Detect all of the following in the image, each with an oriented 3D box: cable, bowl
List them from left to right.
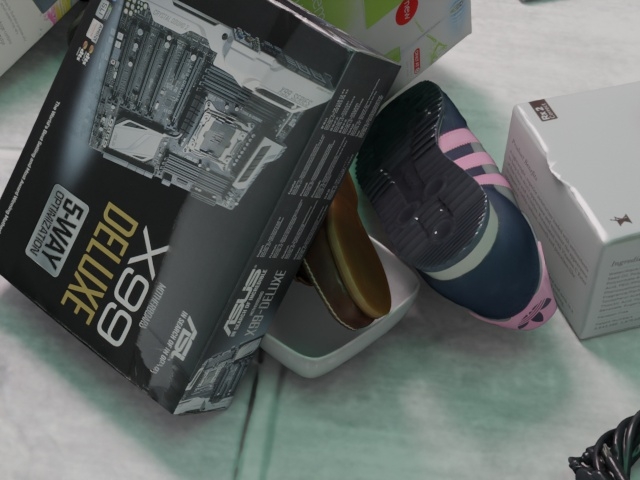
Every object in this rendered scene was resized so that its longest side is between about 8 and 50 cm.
[{"bbox_3d":[-0.006,0.048,1.124,0.142,0.053,0.142,-34,55,-31],"label":"bowl"},{"bbox_3d":[0.277,0.199,0.998,0.150,0.047,0.184,-15,43,-24],"label":"cable"}]

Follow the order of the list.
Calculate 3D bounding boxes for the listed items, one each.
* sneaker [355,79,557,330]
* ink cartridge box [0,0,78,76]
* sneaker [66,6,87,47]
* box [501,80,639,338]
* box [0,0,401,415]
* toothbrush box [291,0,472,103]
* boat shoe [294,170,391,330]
[{"bbox_3d":[0.115,-0.028,1.193,0.112,0.131,0.319,-40,27,17],"label":"sneaker"},{"bbox_3d":[-0.321,-0.315,1.361,0.207,0.119,0.353,31,69,26],"label":"ink cartridge box"},{"bbox_3d":[-0.137,-0.249,1.349,0.227,0.087,0.130,-21,28,31],"label":"sneaker"},{"bbox_3d":[0.271,-0.034,1.177,0.181,0.119,0.181,-12,46,-15],"label":"box"},{"bbox_3d":[-0.111,-0.058,1.063,0.242,0.307,0.076,35,15,28],"label":"box"},{"bbox_3d":[0.000,-0.211,1.245,0.122,0.206,0.283,36,64,29],"label":"toothbrush box"},{"bbox_3d":[0.000,0.000,1.094,0.073,0.073,0.207,-34,39,15],"label":"boat shoe"}]
